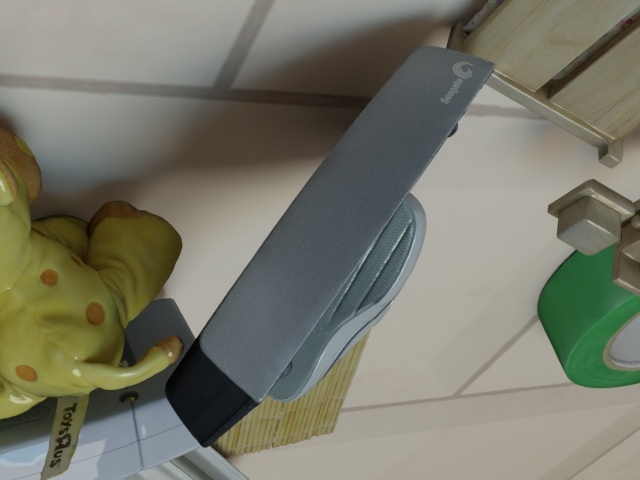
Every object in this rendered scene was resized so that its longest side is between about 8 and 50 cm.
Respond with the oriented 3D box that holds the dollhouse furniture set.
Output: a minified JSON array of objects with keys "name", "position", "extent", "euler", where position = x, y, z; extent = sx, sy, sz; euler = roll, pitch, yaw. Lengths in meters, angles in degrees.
[{"name":"dollhouse furniture set","position":[0.199,-0.148,0.688],"extent":[0.356,0.173,0.303],"euler":[27,145,-17]}]

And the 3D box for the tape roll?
[{"name":"tape roll","position":[0.392,0.046,1.087],"extent":[0.321,0.077,0.321],"euler":[-16,150,-10]}]

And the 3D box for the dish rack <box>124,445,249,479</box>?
[{"name":"dish rack","position":[-0.237,0.284,1.058],"extent":[0.286,0.072,0.333],"euler":[-25,144,6]}]

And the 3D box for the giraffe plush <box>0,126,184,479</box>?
[{"name":"giraffe plush","position":[-0.191,0.010,0.598],"extent":[0.181,0.210,0.170],"euler":[-30,122,2]}]

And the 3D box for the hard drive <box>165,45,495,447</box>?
[{"name":"hard drive","position":[0.000,0.000,0.629],"extent":[0.254,0.054,0.172],"euler":[-54,-178,-25]}]

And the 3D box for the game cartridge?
[{"name":"game cartridge","position":[-0.227,0.114,0.708],"extent":[0.297,0.198,0.062],"euler":[-10,117,-16]}]

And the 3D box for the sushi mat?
[{"name":"sushi mat","position":[-0.036,0.139,1.030],"extent":[0.151,0.019,0.316],"euler":[-10,148,-17]}]

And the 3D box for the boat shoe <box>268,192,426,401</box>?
[{"name":"boat shoe","position":[0.018,0.037,0.850],"extent":[0.226,0.083,0.076],"euler":[-52,167,31]}]
